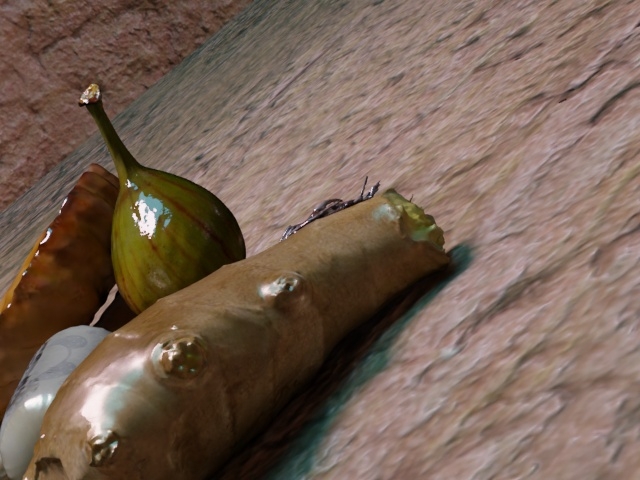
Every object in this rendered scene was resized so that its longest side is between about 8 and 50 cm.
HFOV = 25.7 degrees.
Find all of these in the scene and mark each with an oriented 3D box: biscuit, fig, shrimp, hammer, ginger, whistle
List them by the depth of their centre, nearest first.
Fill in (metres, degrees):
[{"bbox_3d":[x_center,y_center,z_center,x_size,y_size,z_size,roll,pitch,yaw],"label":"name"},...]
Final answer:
[{"bbox_3d":[-0.060,0.107,1.097,0.375,0.166,0.236,-19,-34,-31],"label":"ginger"},{"bbox_3d":[-0.293,0.211,1.273,0.305,0.113,0.202,-39,11,13],"label":"hammer"},{"bbox_3d":[0.000,0.000,1.322,0.165,0.057,0.065,-39,8,-21],"label":"shrimp"},{"bbox_3d":[-0.187,-0.030,1.453,0.151,0.259,0.151,-40,6,5],"label":"fig"},{"bbox_3d":[-0.302,0.071,1.575,0.326,0.107,0.326,-60,6,10],"label":"biscuit"},{"bbox_3d":[-0.204,0.048,1.653,0.107,0.057,0.220,-31,18,41],"label":"whistle"}]
